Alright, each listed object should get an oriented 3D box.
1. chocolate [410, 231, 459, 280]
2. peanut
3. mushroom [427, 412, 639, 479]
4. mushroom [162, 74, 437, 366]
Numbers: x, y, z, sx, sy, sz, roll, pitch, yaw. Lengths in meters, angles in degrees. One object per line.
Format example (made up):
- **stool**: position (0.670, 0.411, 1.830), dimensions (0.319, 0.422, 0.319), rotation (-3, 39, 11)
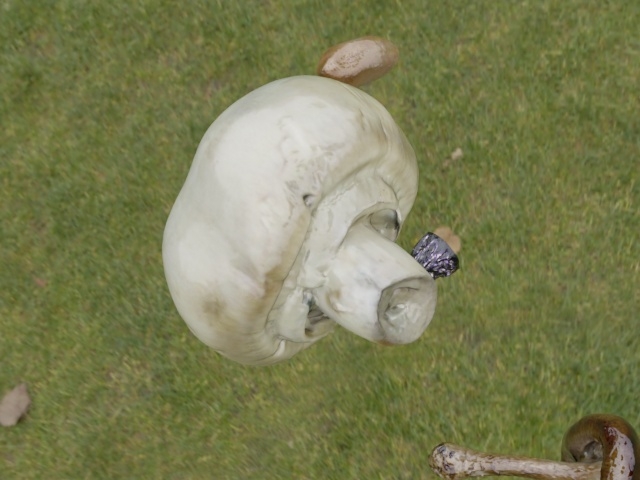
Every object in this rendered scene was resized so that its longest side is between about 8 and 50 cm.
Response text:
- **chocolate**: position (0.095, 0.056, 1.179), dimensions (0.147, 0.072, 0.070), rotation (-42, 107, -2)
- **peanut**: position (0.060, -0.280, 1.561), dimensions (0.152, 0.076, 0.076), rotation (-24, 61, -27)
- **mushroom**: position (0.231, 0.255, 1.090), dimensions (0.218, 0.227, 0.148), rotation (8, 65, -1)
- **mushroom**: position (0.000, 0.000, 0.839), dimensions (0.234, 0.260, 0.254), rotation (36, 66, 23)
